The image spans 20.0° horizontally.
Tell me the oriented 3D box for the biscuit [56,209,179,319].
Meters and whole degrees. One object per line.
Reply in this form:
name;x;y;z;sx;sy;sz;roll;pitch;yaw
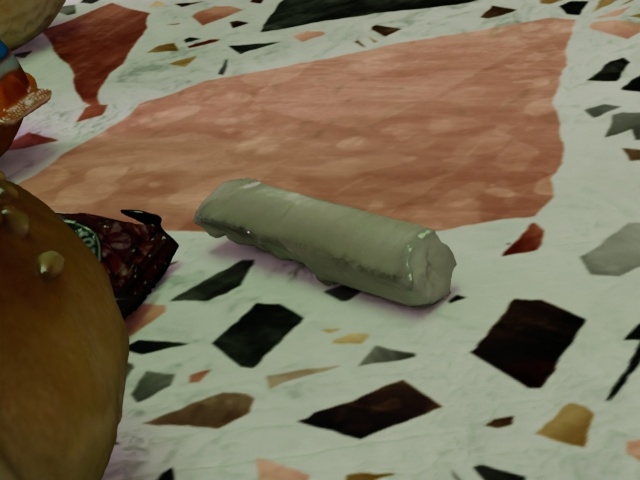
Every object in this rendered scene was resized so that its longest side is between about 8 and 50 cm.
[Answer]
biscuit;-0.236;0.024;1.425;0.235;0.063;0.151;4;40;23

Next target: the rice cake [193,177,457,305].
rice cake;0.000;0.000;1.377;0.057;0.052;0.256;-32;31;-32

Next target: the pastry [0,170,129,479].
pastry;-0.317;0.088;1.099;0.410;0.245;0.409;-12;24;5

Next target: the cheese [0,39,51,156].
cheese;-0.415;-0.134;1.759;0.329;0.129;0.217;5;27;25

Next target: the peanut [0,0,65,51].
peanut;-0.421;-0.261;2.045;0.313;0.149;0.149;-21;26;-20
